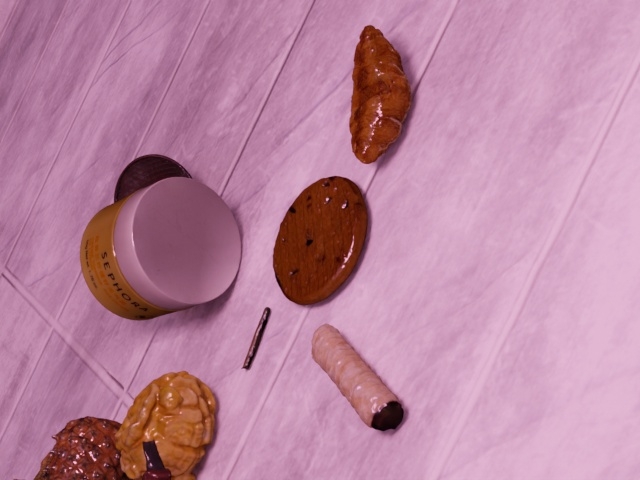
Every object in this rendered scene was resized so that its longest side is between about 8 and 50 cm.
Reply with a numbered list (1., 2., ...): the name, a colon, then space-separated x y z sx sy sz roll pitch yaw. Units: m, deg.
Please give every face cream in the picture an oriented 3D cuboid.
1. face cream: -0.274 0.018 1.923 0.179 0.218 0.218 -19 56 47

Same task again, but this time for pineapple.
1. pineapple: -0.381 0.472 1.838 0.165 0.166 0.364 -36 41 35

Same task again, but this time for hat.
1. hat: -0.290 -0.071 2.126 0.193 0.082 0.193 5 102 25

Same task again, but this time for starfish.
1. starfish: -0.509 0.469 2.111 0.176 0.053 0.208 -42 43 9

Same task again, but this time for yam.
1. yam: -0.101 0.156 1.794 0.014 0.014 0.107 12 79 54

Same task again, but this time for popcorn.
1. popcorn: -0.253 0.311 1.797 0.194 0.140 0.163 -48 33 26

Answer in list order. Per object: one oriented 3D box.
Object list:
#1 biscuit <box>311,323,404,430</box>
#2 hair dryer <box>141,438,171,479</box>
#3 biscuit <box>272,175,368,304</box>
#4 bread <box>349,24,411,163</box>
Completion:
1. biscuit: 0.044 0.189 1.552 0.219 0.055 0.061 48 120 53
2. hair dryer: -0.249 0.470 1.663 0.312 0.123 0.340 -34 61 48
3. biscuit: 0.000 0.000 1.736 0.212 0.036 0.212 -28 51 41
4. bread: 0.093 -0.221 1.713 0.105 0.076 0.233 -31 53 55
